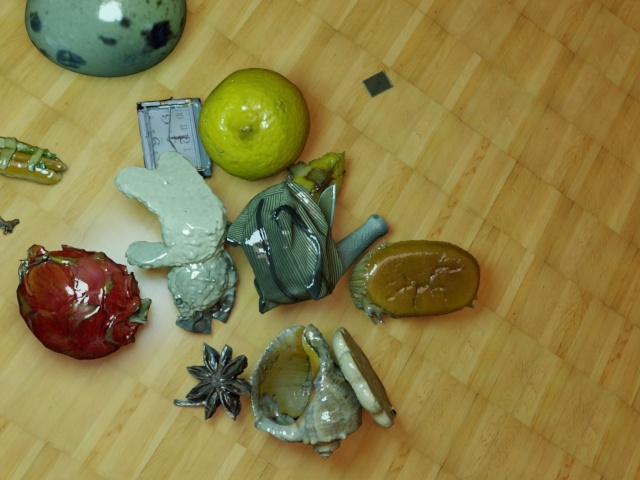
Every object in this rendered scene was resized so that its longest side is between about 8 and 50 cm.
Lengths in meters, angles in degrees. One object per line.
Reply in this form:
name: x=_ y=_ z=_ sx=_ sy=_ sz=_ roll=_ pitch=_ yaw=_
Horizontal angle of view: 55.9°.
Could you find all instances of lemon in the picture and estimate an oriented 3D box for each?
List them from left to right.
lemon: x=-0.184 y=-0.325 z=1.690 sx=0.335 sy=0.336 sz=0.336 roll=2 pitch=80 yaw=-13

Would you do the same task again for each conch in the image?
conch: x=-0.042 y=0.424 z=1.665 sx=0.296 sy=0.210 sz=0.353 roll=-8 pitch=60 yaw=-5

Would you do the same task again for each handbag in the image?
handbag: x=-0.098 y=0.030 z=1.630 sx=0.247 sy=0.240 sz=0.341 roll=-18 pitch=103 yaw=25

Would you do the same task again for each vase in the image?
vase: x=0.108 y=0.009 z=1.826 sx=0.219 sy=0.096 sz=0.096 roll=-39 pitch=91 yaw=-20

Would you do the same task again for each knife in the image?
knife: x=0.001 y=0.000 z=1.760 sx=0.061 sy=0.027 sz=0.343 roll=17 pitch=103 yaw=26

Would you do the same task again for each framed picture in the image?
framed picture: x=0.188 y=-0.514 z=1.981 sx=0.089 sy=0.006 sz=0.066 roll=-31 pitch=89 yaw=-16

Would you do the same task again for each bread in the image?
bread: x=0.117 y=0.380 z=1.668 sx=0.054 sy=0.316 sz=0.316 roll=-32 pitch=89 yaw=6
bread: x=0.284 y=0.114 z=1.801 sx=0.388 sy=0.183 sz=0.236 roll=-6 pitch=84 yaw=-15

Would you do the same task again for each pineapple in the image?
pineapple: x=-0.034 y=-0.154 z=1.827 sx=0.164 sy=0.140 sz=0.250 roll=12 pitch=54 yaw=30

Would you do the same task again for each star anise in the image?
star anise: x=-0.284 y=0.389 z=1.643 sx=0.262 sy=0.081 sz=0.230 roll=-36 pitch=73 yaw=18

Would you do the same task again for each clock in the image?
clock: x=-0.425 y=-0.292 z=1.751 sx=0.186 sy=0.083 sz=0.254 roll=-8 pitch=82 yaw=-15

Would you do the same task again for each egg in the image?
egg: x=-0.577 y=-0.618 z=1.639 sx=0.427 sy=0.345 sz=0.345 roll=-27 pitch=87 yaw=-14

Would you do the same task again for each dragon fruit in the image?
dragon fruit: x=-0.607 y=0.157 z=1.533 sx=0.342 sy=0.277 sz=0.278 roll=18 pitch=76 yaw=-12

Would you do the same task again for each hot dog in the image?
hot dog: x=-0.823 y=-0.223 z=1.642 sx=0.269 sy=0.072 sz=0.109 roll=13 pitch=62 yaw=-12

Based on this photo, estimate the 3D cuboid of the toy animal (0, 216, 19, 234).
toy animal: x=-0.932 y=-0.122 z=1.602 sx=0.224 sy=0.066 sz=0.230 roll=0 pitch=62 yaw=-42

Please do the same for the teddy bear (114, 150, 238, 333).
teddy bear: x=-0.384 y=0.018 z=1.656 sx=0.375 sy=0.362 sz=0.327 roll=40 pitch=47 yaw=21
